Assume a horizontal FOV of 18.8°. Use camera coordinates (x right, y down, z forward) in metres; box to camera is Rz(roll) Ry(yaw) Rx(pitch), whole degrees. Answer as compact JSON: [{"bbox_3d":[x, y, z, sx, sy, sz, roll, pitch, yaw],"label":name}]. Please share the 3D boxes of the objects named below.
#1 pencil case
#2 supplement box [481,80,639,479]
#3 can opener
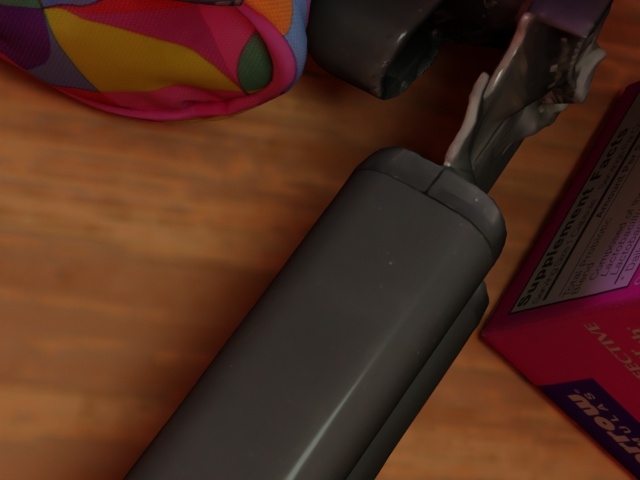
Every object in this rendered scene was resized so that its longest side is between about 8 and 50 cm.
[{"bbox_3d":[-0.029,-0.147,0.519,0.104,0.104,0.236,23,68,-25],"label":"pencil case"},{"bbox_3d":[0.165,0.005,0.530,0.111,0.220,0.114,42,64,-16],"label":"supplement box"},{"bbox_3d":[0.000,0.000,0.537,0.095,0.076,0.283,30,63,13],"label":"can opener"}]
